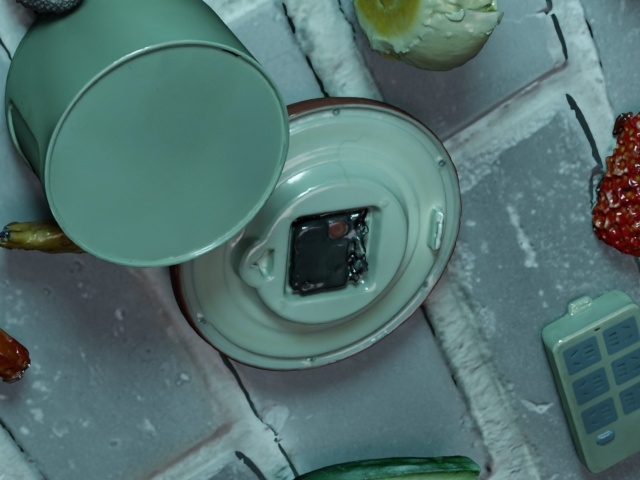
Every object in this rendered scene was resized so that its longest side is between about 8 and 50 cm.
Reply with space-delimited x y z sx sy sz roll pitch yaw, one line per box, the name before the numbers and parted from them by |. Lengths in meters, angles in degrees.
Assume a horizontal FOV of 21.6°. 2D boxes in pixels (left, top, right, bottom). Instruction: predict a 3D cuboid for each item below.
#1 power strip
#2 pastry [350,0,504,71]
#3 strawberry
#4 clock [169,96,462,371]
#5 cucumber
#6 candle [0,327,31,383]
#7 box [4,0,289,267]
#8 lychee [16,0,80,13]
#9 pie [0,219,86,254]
power strip | 0.346 0.174 2.026 0.118 0.046 0.270 -29 130 -8
pastry | 0.096 -0.236 1.560 0.088 0.166 0.165 -6 123 -31
strawberry | 0.367 -0.055 1.864 0.121 0.082 0.188 -18 130 -12
clock | 0.000 0.000 1.711 0.319 0.080 0.318 -14 126 -20
cucumber | 0.053 0.289 1.938 0.244 0.063 0.115 3 125 -29
candle | -0.337 0.077 1.608 0.048 0.053 0.162 -44 128 -2
box | -0.159 -0.108 1.511 0.226 0.149 0.226 -13 126 -19
lychee | -0.234 -0.230 1.451 0.083 0.068 0.067 -3 80 -22
pie | -0.235 -0.004 1.592 0.170 0.092 0.034 -2 82 -27
